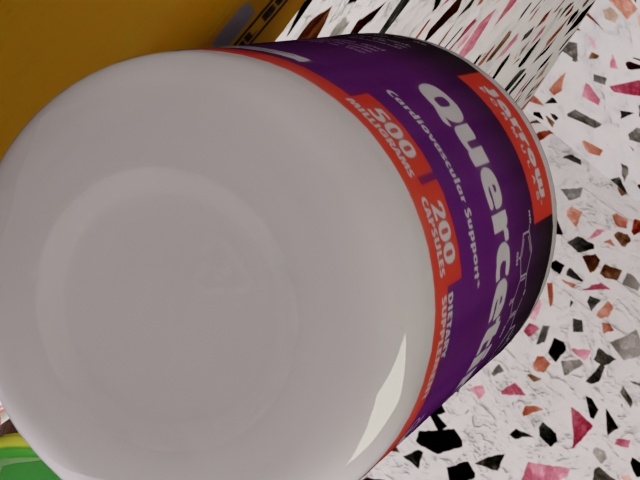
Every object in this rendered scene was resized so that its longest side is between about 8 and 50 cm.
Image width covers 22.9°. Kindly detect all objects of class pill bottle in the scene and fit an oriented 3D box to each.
[{"bbox_3d":[0.000,0.000,0.704,0.181,0.181,0.323,-52,170,20],"label":"pill bottle"}]

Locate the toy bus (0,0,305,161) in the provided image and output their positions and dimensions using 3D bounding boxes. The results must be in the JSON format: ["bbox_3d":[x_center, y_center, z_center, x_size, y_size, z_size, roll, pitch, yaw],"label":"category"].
[{"bbox_3d":[-0.142,-0.045,0.754,0.333,0.108,0.130,-50,172,1],"label":"toy bus"}]

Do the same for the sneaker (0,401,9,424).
[{"bbox_3d":[-0.188,0.073,0.996,0.145,0.090,0.270,-46,153,-14],"label":"sneaker"}]

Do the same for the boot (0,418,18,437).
[{"bbox_3d":[-0.284,0.145,1.100,0.207,0.090,0.248,-66,164,15],"label":"boot"}]

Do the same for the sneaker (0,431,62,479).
[{"bbox_3d":[-0.254,0.199,0.977,0.295,0.123,0.109,-13,165,-39],"label":"sneaker"}]
